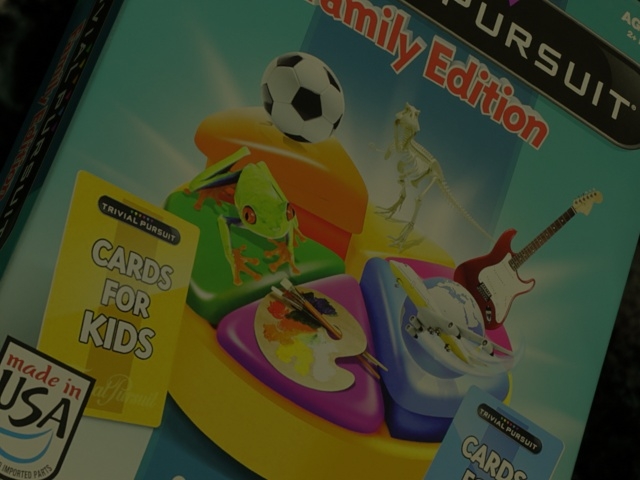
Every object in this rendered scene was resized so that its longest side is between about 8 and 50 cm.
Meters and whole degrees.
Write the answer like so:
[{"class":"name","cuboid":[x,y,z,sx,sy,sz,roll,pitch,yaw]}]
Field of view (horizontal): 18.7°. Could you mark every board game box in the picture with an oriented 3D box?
[{"class":"board game box","cuboid":[0.000,0.000,0.792,0.254,0.079,0.336,30,64,-22]}]
